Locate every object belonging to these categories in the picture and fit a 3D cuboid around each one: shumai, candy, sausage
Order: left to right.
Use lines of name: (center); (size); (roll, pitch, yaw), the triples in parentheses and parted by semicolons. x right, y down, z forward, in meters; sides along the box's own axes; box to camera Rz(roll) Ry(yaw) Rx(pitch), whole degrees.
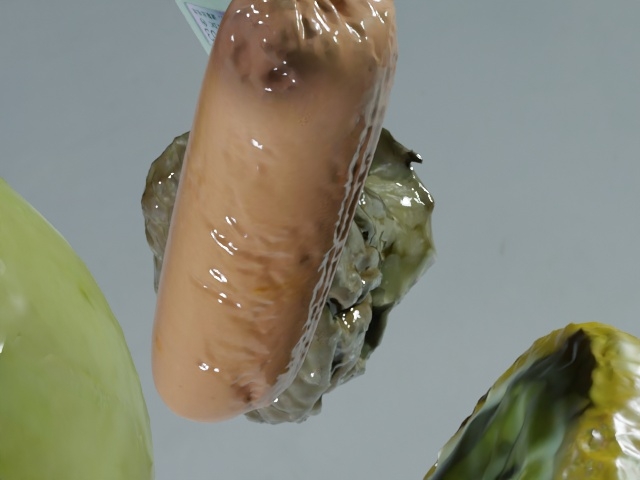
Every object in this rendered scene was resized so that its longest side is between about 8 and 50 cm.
sausage: (-0.026, -0.015, 0.879); (0.086, 0.289, 0.086); (7, 48, -8)
shumai: (0.000, 0.000, 1.112); (0.175, 0.206, 0.166); (-27, 62, -26)
candy: (0.113, 0.164, 0.948); (0.118, 0.260, 0.260); (30, 69, -10)

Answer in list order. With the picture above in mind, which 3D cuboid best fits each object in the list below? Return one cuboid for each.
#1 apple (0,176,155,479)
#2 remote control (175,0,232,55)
apple: (-0.200, 0.083, 0.576); (0.292, 0.254, 0.292); (-12, 66, 28)
remote control: (-0.066, -0.191, 1.335); (0.056, 0.296, 0.140); (-45, 34, -21)
